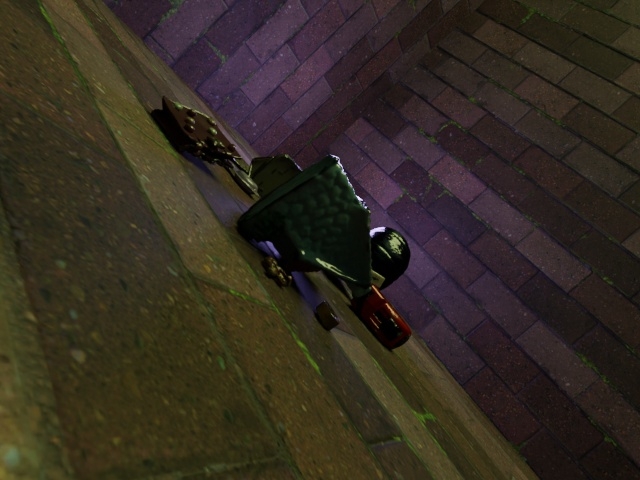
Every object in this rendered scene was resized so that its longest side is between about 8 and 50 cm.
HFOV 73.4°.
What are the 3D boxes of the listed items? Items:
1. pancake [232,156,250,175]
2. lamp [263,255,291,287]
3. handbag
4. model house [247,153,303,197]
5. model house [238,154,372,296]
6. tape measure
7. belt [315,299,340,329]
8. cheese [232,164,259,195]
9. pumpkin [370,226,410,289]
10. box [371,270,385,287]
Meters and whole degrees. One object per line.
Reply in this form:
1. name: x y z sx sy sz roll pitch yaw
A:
1. pancake: -0.358 -0.343 1.932 0.288 0.033 0.286 42 9 -51
2. lamp: -0.099 0.064 0.946 0.063 0.031 0.083 46 1 -31
3. handbag: -0.344 -0.301 1.205 0.216 0.074 0.203 49 19 28
4. model house: -0.217 -0.311 1.859 0.218 0.204 0.279 45 7 -45
5. model house: 0.004 -0.016 1.167 0.339 0.297 0.360 55 4 -13
6. tape measure: 0.225 0.283 1.600 0.260 0.114 0.253 52 4 13
7. belt: 0.016 0.179 1.016 0.059 0.036 0.083 53 3 -21
8. cheese: -0.287 -0.229 1.562 0.191 0.042 0.105 48 4 14
9. pumpkin: 0.286 0.099 2.207 0.266 0.363 0.363 46 5 -7
10. box: 0.105 0.089 1.798 0.204 0.051 0.365 33 -2 -21
